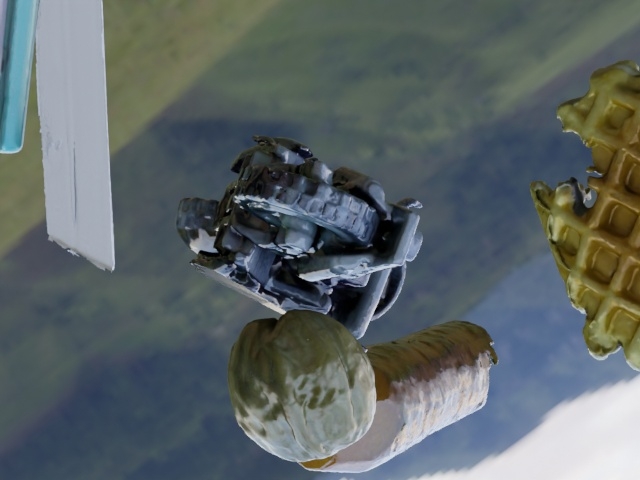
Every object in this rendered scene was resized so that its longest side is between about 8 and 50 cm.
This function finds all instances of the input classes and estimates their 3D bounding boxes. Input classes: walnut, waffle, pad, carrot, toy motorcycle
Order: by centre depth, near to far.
[{"bbox_3d":[-0.011,0.083,1.075,0.092,0.092,0.092,-37,-179,1],"label":"walnut"},{"bbox_3d":[0.000,0.000,1.165,0.270,0.159,0.106,170,-60,-74],"label":"toy motorcycle"},{"bbox_3d":[-0.185,-0.099,1.393,0.004,0.232,0.156,-7,-167,-26],"label":"pad"},{"bbox_3d":[0.293,-0.030,1.538,0.250,0.261,0.056,-24,166,31],"label":"waffle"},{"bbox_3d":[0.073,0.152,1.842,0.114,0.114,0.302,-36,168,35],"label":"carrot"}]

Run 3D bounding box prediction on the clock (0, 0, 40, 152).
[{"bbox_3d":[-0.274,-0.189,1.054,0.231,0.262,0.116,4,-173,-21],"label":"clock"}]
